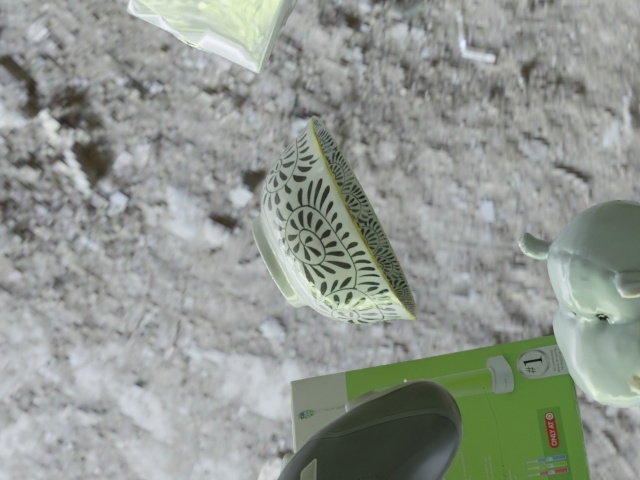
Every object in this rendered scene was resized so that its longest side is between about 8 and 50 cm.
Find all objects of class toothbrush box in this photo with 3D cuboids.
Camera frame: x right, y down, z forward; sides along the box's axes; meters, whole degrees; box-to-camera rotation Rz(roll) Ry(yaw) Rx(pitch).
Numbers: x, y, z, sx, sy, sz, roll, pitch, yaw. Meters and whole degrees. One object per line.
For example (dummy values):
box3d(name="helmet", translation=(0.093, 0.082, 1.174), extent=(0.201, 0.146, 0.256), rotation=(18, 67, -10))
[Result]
box3d(name="toothbrush box", translation=(0.124, 0.229, 1.492), extent=(0.283, 0.206, 0.122), rotation=(-11, 150, 7))

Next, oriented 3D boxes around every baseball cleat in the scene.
box3d(name="baseball cleat", translation=(-0.004, 0.147, 0.592), extent=(0.206, 0.109, 0.072), rotation=(-44, 130, -6))

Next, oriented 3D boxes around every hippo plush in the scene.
box3d(name="hippo plush", translation=(0.316, 0.025, 1.263), extent=(0.234, 0.236, 0.294), rotation=(16, 120, 44))

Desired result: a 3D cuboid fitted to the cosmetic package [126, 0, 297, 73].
box3d(name="cosmetic package", translation=(-0.057, -0.223, 1.047), extent=(0.117, 0.085, 0.231), rotation=(26, 155, -3))

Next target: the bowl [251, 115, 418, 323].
box3d(name="bowl", translation=(0.000, 0.000, 1.118), extent=(0.080, 0.170, 0.170), rotation=(-27, 109, 7))
